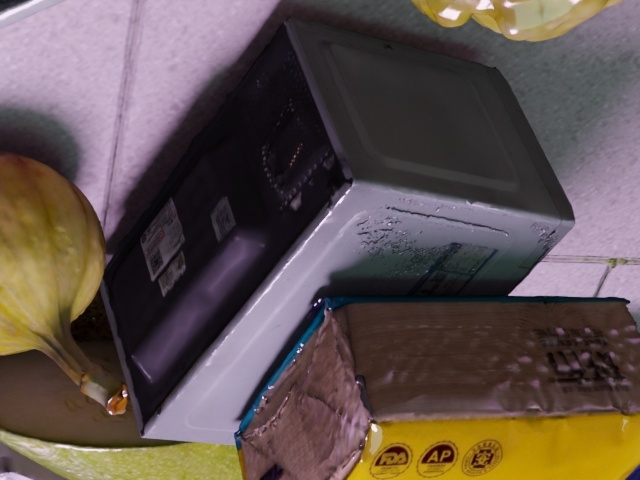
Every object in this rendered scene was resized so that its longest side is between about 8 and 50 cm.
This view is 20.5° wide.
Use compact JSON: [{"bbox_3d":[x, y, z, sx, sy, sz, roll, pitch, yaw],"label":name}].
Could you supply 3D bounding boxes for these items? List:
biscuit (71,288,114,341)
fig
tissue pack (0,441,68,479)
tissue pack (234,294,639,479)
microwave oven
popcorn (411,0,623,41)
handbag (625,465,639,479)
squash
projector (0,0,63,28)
[{"bbox_3d":[-0.216,0.052,1.401,0.199,0.034,0.064,1,140,-29],"label":"biscuit"},{"bbox_3d":[-0.197,0.021,1.232,0.143,0.231,0.160,-61,141,-17],"label":"fig"},{"bbox_3d":[-0.314,0.215,1.481,0.246,0.136,0.159,-34,144,17],"label":"tissue pack"},{"bbox_3d":[0.096,0.138,1.278,0.271,0.134,0.192,1,140,-29],"label":"tissue pack"},{"bbox_3d":[0.000,0.000,1.317,0.237,0.181,0.295,10,135,-35],"label":"microwave oven"},{"bbox_3d":[0.134,-0.239,1.071,0.255,0.195,0.256,6,138,-48],"label":"popcorn"},{"bbox_3d":[0.280,0.187,1.782,0.162,0.113,0.260,-41,140,15],"label":"handbag"},{"bbox_3d":[-0.135,0.118,1.404,0.189,0.189,0.260,-32,139,15],"label":"squash"},{"bbox_3d":[-0.144,-0.244,0.978,0.250,0.108,0.198,-24,145,1],"label":"projector"}]
